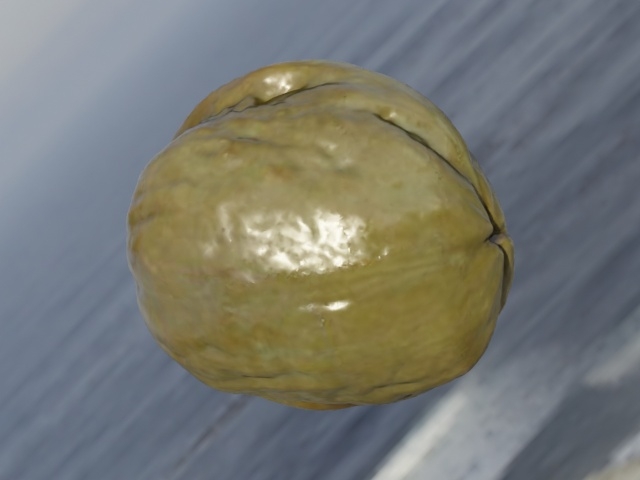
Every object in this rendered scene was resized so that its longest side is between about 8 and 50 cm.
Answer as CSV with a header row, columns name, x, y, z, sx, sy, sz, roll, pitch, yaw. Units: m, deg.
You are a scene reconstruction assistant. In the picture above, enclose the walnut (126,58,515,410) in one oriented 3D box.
name,x,y,z,sx,sy,sz,roll,pitch,yaw
walnut,0.000,0.000,1.391,0.283,0.283,0.227,-41,-5,24
